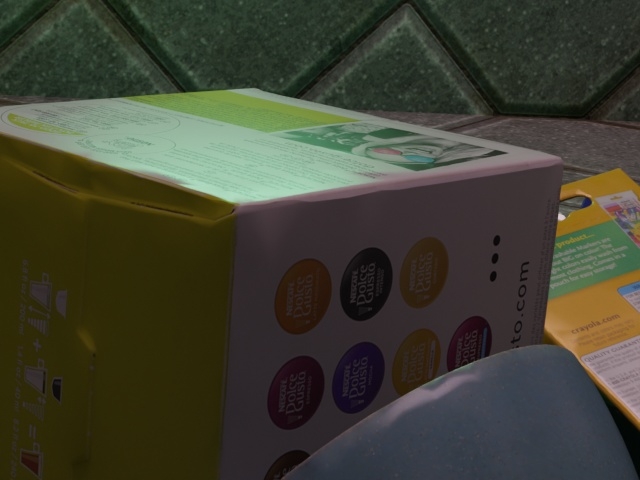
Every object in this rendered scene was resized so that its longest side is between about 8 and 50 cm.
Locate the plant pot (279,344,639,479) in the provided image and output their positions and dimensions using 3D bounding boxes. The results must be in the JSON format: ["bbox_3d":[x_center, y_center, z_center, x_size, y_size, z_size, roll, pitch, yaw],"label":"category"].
[{"bbox_3d":[0.087,0.227,1.053,0.290,0.290,0.195,-9,55,-47],"label":"plant pot"}]

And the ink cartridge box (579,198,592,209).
[{"bbox_3d":[0.402,0.069,1.838,0.270,0.151,0.395,31,19,27],"label":"ink cartridge box"}]

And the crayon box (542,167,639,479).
[{"bbox_3d":[0.268,0.079,1.537,0.203,0.083,0.323,-16,44,-26],"label":"crayon box"}]

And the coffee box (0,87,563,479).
[{"bbox_3d":[-0.067,0.082,1.361,0.338,0.337,0.334,18,19,42],"label":"coffee box"}]

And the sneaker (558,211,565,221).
[{"bbox_3d":[0.175,0.013,2.024,0.235,0.090,0.095,-2,25,33],"label":"sneaker"}]
